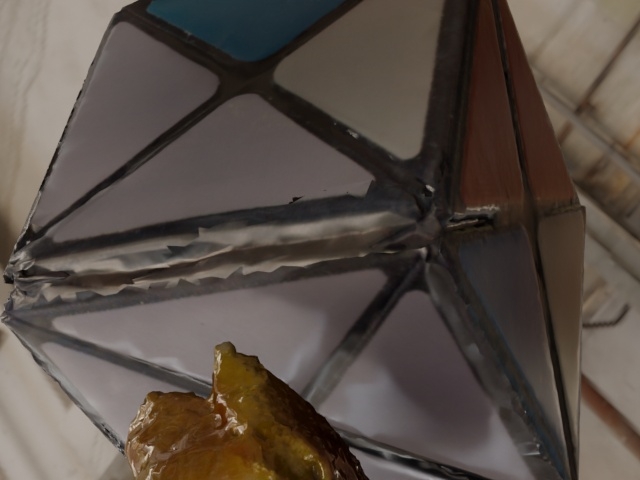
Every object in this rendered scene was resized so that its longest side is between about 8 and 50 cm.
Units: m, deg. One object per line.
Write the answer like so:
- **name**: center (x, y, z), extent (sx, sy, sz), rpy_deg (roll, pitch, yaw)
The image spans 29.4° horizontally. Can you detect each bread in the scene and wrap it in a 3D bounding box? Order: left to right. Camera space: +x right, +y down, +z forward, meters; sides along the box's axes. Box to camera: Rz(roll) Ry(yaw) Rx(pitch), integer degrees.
- **bread**: center (0.013, 0.200, 0.650), extent (0.185, 0.109, 0.380), rpy_deg (-105, -10, -58)

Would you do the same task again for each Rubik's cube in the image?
- **Rubik's cube**: center (0.000, 0.000, 0.857), extent (0.307, 0.310, 0.305), rpy_deg (-80, -30, -41)
